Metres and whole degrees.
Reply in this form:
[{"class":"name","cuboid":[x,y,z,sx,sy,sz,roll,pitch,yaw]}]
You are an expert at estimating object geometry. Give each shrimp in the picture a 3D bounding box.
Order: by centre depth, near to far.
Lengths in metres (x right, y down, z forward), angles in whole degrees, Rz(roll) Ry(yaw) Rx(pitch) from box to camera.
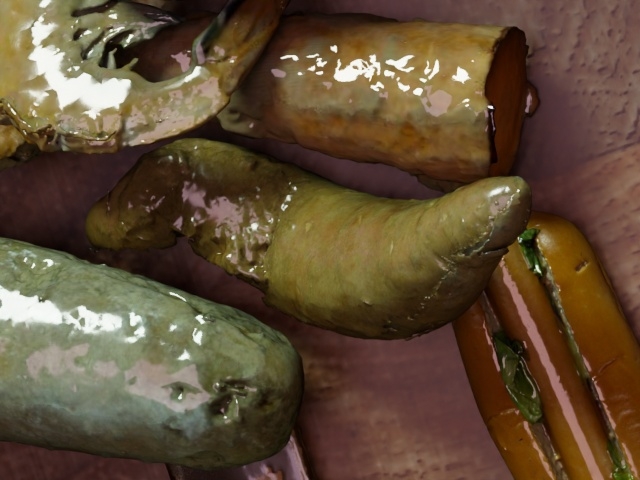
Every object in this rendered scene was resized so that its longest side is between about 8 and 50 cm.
[{"class":"shrimp","cuboid":[-0.088,-0.148,1.040,0.253,0.058,0.173,-40,63,-8]}]

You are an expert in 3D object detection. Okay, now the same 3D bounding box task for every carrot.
[{"class":"carrot","cuboid":[-0.009,-0.095,1.055,0.263,0.102,0.102,10,96,15]}]

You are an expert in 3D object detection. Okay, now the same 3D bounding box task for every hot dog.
[{"class":"hot dog","cuboid":[0.145,0.100,1.039,0.100,0.068,0.250,-25,87,14]}]

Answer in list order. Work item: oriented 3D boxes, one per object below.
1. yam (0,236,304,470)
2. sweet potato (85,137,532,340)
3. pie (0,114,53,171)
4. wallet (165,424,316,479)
[{"class":"yam","cuboid":[-0.166,0.063,1.086,0.330,0.133,0.133,10,96,16]},{"class":"sweet potato","cuboid":[0.000,0.001,1.042,0.310,0.124,0.098,8,68,36]},{"class":"pie","cuboid":[-0.216,-0.130,1.089,0.195,0.046,0.195,2,83,-17]},{"class":"wallet","cuboid":[-0.046,0.155,1.117,0.095,0.026,0.176,-22,85,20]}]
